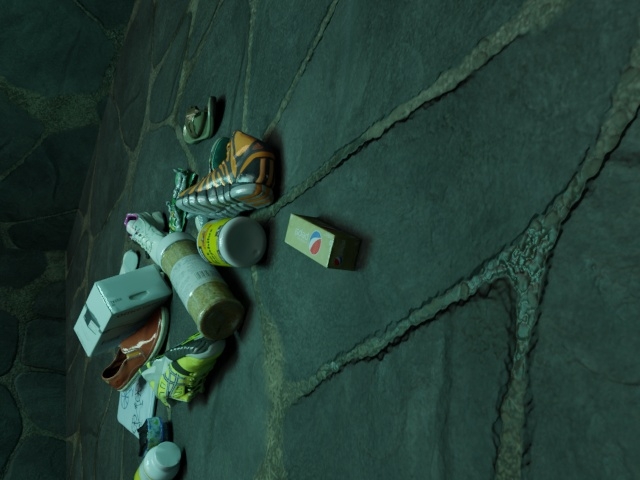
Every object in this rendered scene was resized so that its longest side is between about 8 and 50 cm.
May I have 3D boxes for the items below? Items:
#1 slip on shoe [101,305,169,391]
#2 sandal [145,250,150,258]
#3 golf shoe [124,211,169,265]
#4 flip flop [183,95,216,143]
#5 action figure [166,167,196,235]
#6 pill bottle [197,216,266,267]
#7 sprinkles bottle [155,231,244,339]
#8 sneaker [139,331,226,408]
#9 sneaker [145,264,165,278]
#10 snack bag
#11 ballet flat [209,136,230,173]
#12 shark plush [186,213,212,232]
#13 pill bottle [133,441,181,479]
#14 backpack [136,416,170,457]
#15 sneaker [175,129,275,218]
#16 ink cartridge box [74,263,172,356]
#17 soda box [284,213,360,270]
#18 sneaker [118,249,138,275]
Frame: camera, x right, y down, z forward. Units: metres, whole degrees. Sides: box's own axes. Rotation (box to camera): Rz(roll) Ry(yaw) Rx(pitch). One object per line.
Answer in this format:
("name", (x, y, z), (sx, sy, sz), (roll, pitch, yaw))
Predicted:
("slip on shoe", (-0.606, 0.354, 1.988), (0.331, 0.101, 0.123), (-53, 34, 9))
("sandal", (-0.617, 0.025, 2.198), (0.179, 0.040, 0.067), (-147, 57, -74))
("golf shoe", (-0.589, -0.004, 2.060), (0.306, 0.140, 0.115), (48, 123, 51))
("flip flop", (-0.382, -0.364, 1.843), (0.277, 0.080, 0.112), (-8, 76, 59))
("action figure", (-0.460, -0.110, 1.943), (0.137, 0.063, 0.232), (26, 109, 56))
("pill bottle", (-0.222, 0.004, 1.443), (0.215, 0.117, 0.117), (-1, 82, 60))
("sprinkles bottle", (-0.316, 0.107, 1.544), (0.355, 0.121, 0.121), (44, 121, 48))
("sneaker", (-0.339, 0.335, 1.589), (0.384, 0.145, 0.147), (-35, 85, 49))
("sneaker", (-0.579, 0.124, 2.091), (0.135, 0.058, 0.052), (37, 115, 56))
("snack bag", (-0.629, 0.511, 2.103), (0.342, 0.037, 0.323), (4, 86, 55))
("ballet flat", (-0.264, -0.163, 1.605), (0.079, 0.077, 0.222), (-29, 63, 59))
("shark plush", (-0.307, -0.093, 1.710), (0.067, 0.073, 0.161), (38, 96, 35))
("pill bottle", (-0.460, 0.650, 1.716), (0.184, 0.103, 0.103), (-56, 39, 37))
("backpack", (-0.502, 0.590, 1.820), (0.114, 0.084, 0.105), (-58, 38, 43))
("sneaker", (-0.221, -0.160, 1.471), (0.321, 0.124, 0.180), (-8, 68, 37))
("ink cartridge box", (-0.664, 0.234, 2.014), (0.129, 0.223, 0.307), (55, 134, 15))
("soda box", (0.000, 0.000, 1.121), (0.181, 0.058, 0.061), (29, 108, 58))
("sneaker", (-0.780, 0.140, 2.434), (0.094, 0.080, 0.212), (-150, 77, -70))
